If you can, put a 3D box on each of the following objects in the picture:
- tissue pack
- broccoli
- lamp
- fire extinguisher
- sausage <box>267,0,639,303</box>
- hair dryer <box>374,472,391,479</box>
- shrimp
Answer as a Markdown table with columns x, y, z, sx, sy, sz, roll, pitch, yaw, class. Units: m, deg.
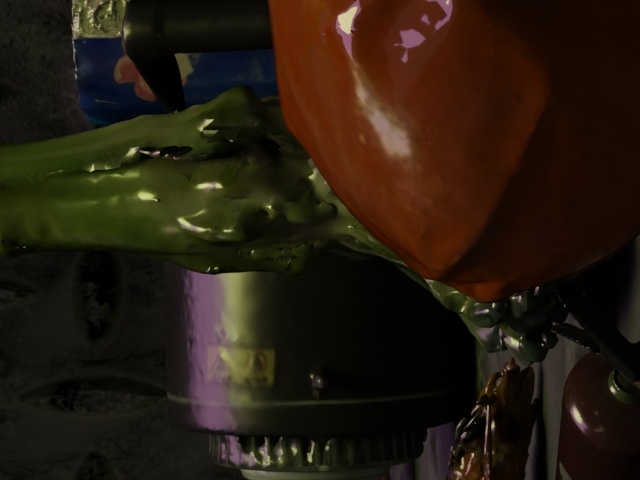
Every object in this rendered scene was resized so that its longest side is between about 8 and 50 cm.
| x | y | z | sx | sy | sz | roll | pitch | yaw | class |
| --- | --- | --- | --- | --- | --- | --- | --- | --- | --- |
| -0.052 | -0.155 | 1.365 | 0.209 | 0.269 | 0.137 | 158 | 112 | -86 | tissue pack |
| -0.026 | -0.020 | 0.804 | 0.165 | 0.304 | 0.146 | -32 | -58 | -75 | broccoli |
| -0.007 | 0.028 | 1.200 | 0.374 | 0.205 | 0.272 | 51 | -141 | -68 | lamp |
| 0.110 | 0.080 | 0.624 | 0.078 | 0.045 | 0.157 | 36 | 155 | 25 | fire extinguisher |
| 0.054 | -0.113 | 0.595 | 0.141 | 0.153 | 0.268 | 132 | 135 | -65 | sausage |
| 0.039 | 0.211 | 1.497 | 0.210 | 0.125 | 0.352 | 106 | 153 | -74 | hair dryer |
| 0.099 | 0.168 | 0.978 | 0.133 | 0.053 | 0.236 | -50 | -41 | -64 | shrimp |
